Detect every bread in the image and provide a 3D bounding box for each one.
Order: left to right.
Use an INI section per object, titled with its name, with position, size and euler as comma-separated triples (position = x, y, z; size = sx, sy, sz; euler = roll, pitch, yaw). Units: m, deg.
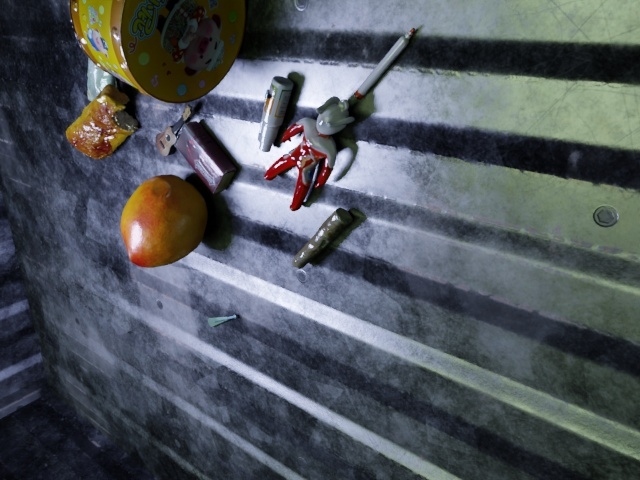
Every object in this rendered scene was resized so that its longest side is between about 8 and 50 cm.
[bread]
position = -0.807, -0.427, 1.938
size = 0.185, 0.109, 0.380
euler = 39, 140, -28

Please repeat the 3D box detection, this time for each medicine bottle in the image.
[medicine bottle]
position = -0.141, -0.364, 1.486
size = 0.092, 0.061, 0.221
euler = 57, 138, 40

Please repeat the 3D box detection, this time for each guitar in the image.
[guitar]
position = -0.491, -0.383, 1.772
size = 0.271, 0.038, 0.084
euler = -32, 87, 45

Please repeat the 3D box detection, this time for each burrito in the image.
[burrito]
position = -0.812, -0.610, 1.912
size = 0.143, 0.089, 0.229
euler = 28, 127, 23

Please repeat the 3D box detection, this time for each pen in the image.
[pen]
position = 0.152, -0.421, 1.236
size = 0.026, 0.026, 0.218
euler = 53, 132, 8

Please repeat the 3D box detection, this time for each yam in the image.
[yam]
position = 0.000, 0.000, 1.519
size = 0.061, 0.061, 0.274
euler = 52, 133, 10

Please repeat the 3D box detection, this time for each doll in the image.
[doll]
position = -0.029, -0.246, 1.421
size = 0.188, 0.099, 0.384
euler = 52, 138, 8

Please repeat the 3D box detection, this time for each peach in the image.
[peach]
position = -0.537, -0.063, 1.771
size = 0.288, 0.308, 0.289
euler = 12, 125, 18

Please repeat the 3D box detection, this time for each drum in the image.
[drum]
position = -0.412, -0.594, 1.367
size = 0.214, 0.431, 0.432
euler = 33, 126, 26

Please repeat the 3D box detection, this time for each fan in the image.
[fan]
position = -0.376, 0.302, 1.987
size = 0.193, 0.016, 0.038
euler = -20, 93, 43

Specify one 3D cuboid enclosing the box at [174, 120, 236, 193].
[box]
position = -0.381, -0.274, 1.712
size = 0.224, 0.069, 0.120
euler = 51, 132, 9
